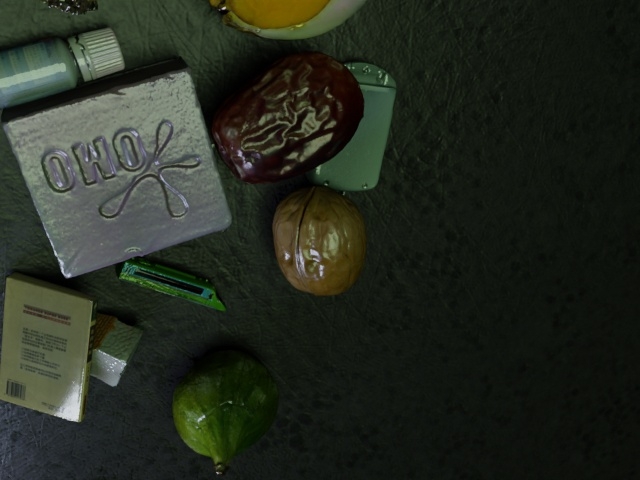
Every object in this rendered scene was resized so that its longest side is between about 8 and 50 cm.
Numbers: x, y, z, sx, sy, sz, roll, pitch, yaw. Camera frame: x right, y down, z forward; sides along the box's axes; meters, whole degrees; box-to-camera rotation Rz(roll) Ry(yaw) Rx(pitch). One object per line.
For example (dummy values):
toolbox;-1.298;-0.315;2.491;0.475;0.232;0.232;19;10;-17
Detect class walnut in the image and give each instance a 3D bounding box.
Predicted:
walnut;0.000;0.000;1.460;0.167;0.167;0.207;-16;119;-14

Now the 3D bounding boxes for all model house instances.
model house;-0.376;0.186;1.455;0.100;0.088;0.101;26;136;-5

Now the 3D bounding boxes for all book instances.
book;-0.459;0.180;1.397;0.161;0.026;0.231;15;109;10

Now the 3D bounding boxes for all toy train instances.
toy train;-0.252;0.073;1.465;0.209;0.044;0.042;20;103;-27

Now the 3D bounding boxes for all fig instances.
fig;-0.161;0.320;1.502;0.203;0.235;0.203;-6;113;-13

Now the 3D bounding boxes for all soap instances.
soap;-0.313;-0.115;1.325;0.296;0.107;0.285;-19;119;-8

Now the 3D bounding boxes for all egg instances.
egg;-0.046;-0.450;1.251;0.264;0.174;0.286;7;134;-23

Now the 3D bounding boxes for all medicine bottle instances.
medicine bottle;-0.397;-0.259;1.242;0.203;0.083;0.083;-17;117;-12

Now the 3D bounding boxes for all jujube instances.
jujube;-0.048;-0.194;1.324;0.243;0.183;0.183;-32;120;-15

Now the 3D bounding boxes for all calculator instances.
calculator;0.054;-0.190;1.464;0.141;0.045;0.246;2;111;-21

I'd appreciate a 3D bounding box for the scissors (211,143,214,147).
scissors;-0.204;-0.146;1.409;0.083;0.006;0.036;-34;118;-3

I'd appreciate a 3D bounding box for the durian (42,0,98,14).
durian;-0.331;-0.409;1.148;0.196;0.167;0.196;-36;153;-22
